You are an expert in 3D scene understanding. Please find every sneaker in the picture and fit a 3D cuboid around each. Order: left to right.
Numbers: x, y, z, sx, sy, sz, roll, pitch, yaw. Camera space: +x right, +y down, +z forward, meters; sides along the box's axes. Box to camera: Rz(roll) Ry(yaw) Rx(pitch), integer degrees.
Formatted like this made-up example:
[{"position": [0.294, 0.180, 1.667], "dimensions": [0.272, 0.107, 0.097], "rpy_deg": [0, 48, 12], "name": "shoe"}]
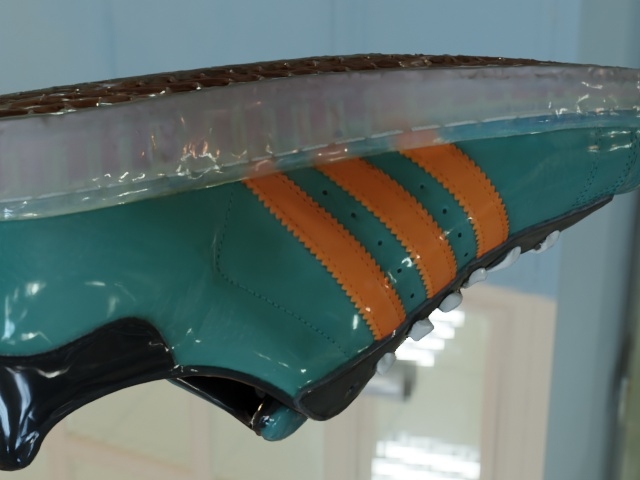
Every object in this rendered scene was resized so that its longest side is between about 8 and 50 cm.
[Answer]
[{"position": [0.000, 0.000, 0.639], "dimensions": [0.302, 0.121, 0.108], "rpy_deg": [-9, -168, -31], "name": "sneaker"}]
